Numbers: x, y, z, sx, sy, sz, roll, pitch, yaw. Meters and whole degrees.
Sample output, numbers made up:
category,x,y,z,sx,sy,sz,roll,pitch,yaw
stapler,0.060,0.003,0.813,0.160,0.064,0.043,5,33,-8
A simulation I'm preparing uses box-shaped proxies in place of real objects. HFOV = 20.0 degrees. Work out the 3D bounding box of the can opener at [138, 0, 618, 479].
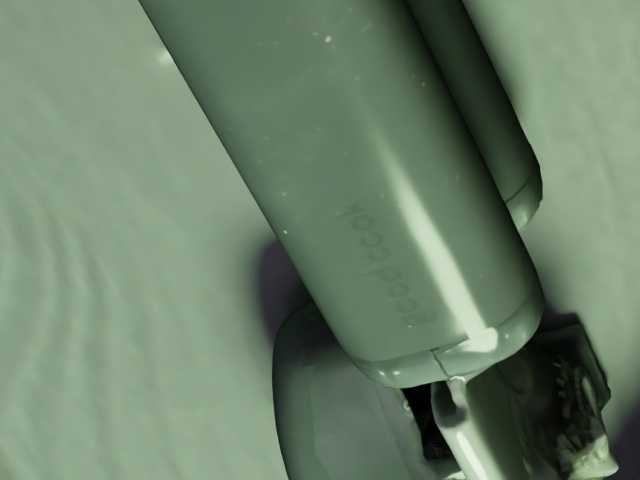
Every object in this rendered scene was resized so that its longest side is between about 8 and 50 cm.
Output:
category,x,y,z,sx,sy,sz,roll,pitch,yaw
can opener,0.000,0.000,0.407,0.095,0.076,0.283,-16,127,19
